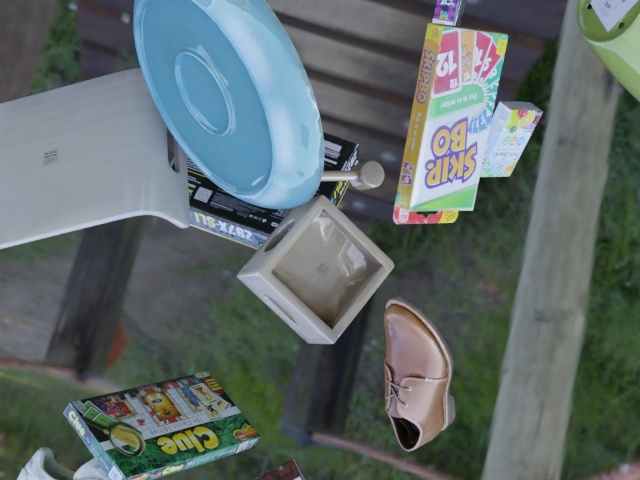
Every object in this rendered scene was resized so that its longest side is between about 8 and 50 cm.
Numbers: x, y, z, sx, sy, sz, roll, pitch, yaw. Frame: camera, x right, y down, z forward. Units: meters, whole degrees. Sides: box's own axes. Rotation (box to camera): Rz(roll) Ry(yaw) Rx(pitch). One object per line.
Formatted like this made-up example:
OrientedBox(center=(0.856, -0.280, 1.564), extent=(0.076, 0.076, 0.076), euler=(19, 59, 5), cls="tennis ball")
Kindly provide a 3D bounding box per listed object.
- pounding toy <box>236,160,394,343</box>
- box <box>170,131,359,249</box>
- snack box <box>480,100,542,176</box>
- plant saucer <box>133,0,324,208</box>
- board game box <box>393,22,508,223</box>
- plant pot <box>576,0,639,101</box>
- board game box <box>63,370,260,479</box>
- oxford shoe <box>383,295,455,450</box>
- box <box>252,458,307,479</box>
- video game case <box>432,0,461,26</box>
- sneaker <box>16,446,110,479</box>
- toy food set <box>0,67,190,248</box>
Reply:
OrientedBox(center=(-0.003, -0.011, 1.410), extent=(0.181, 0.206, 0.094), euler=(44, 162, -13), cls="pounding toy")
OrientedBox(center=(-0.120, -0.119, 2.219), extent=(0.321, 0.257, 0.079), euler=(19, 151, 13), cls="box")
OrientedBox(center=(0.338, -0.184, 2.118), extent=(0.100, 0.141, 0.037), euler=(-3, -144, -46), cls="snack box")
OrientedBox(center=(-0.114, -0.166, 1.261), extent=(0.317, 0.043, 0.318), euler=(39, 148, 31), cls="plant saucer")
OrientedBox(center=(0.166, -0.144, 1.494), extent=(0.124, 0.260, 0.039), euler=(-2, -160, -40), cls="board game box")
OrientedBox(center=(0.543, -0.323, 1.785), extent=(0.293, 0.275, 0.274), euler=(16, 168, -34), cls="plant pot")
OrientedBox(center=(-0.209, 0.253, 1.577), extent=(0.259, 0.030, 0.136), euler=(-7, -130, -52), cls="board game box")
OrientedBox(center=(0.101, 0.155, 1.292), extent=(0.076, 0.076, 0.212), euler=(20, 138, 39), cls="oxford shoe")
OrientedBox(center=(-0.066, 0.436, 1.683), extent=(0.169, 0.167, 0.203), euler=(60, 174, 16), cls="box")
OrientedBox(center=(0.229, -0.438, 1.943), extent=(0.041, 0.210, 0.232), euler=(13, -159, 6), cls="video game case")
OrientedBox(center=(-0.295, 0.393, 1.600), extent=(0.305, 0.152, 0.114), euler=(24, -178, 9), cls="sneaker")
OrientedBox(center=(-0.315, -0.077, 1.443), extent=(0.306, 0.220, 0.092), euler=(-14, 147, 11), cls="toy food set")
